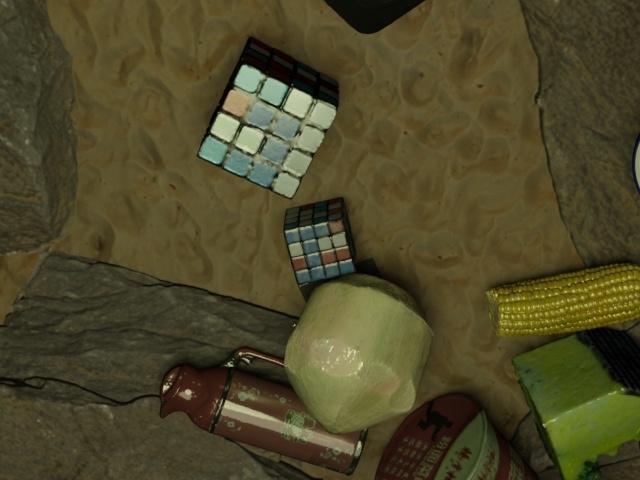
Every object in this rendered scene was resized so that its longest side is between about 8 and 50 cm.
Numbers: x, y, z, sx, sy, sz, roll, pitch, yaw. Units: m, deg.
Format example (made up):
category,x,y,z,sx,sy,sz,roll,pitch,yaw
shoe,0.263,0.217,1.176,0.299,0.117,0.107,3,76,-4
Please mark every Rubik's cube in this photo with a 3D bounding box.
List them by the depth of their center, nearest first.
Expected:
category,x,y,z,sx,sy,sz,roll,pitch,yaw
Rubik's cube,-0.071,-0.173,1.549,0.151,0.155,0.154,26,111,-10
Rubik's cube,0.000,0.000,1.647,0.092,0.092,0.092,-13,111,7

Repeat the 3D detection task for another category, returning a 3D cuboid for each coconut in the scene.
category,x,y,z,sx,sy,sz,roll,pitch,yaw
coconut,0.051,0.173,1.626,0.224,0.224,0.234,36,70,-12

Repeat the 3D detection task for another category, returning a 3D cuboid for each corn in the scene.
category,x,y,z,sx,sy,sz,roll,pitch,yaw
corn,0.378,0.094,1.673,0.244,0.093,0.093,-11,111,8

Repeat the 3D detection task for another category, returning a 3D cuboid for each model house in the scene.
category,x,y,z,sx,sy,sz,roll,pitch,yaw
model house,0.423,0.237,1.676,0.211,0.194,0.170,-24,117,3

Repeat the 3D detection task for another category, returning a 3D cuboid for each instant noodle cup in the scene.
category,x,y,z,sx,sy,sz,roll,pitch,yaw
instant noodle cup,0.225,0.382,1.730,0.178,0.234,0.235,39,108,-23

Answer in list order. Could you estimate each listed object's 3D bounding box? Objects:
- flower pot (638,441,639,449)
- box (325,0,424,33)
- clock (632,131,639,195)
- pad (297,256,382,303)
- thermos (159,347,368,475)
category,x,y,z,sx,sy,sz,roll,pitch,yaw
flower pot,0.618,0.251,1.732,0.251,0.084,0.178,-8,112,6
box,0.086,-0.379,1.475,0.201,0.042,0.212,-34,140,16
clock,0.562,-0.115,1.549,0.231,0.083,0.230,15,128,20
pad,0.060,0.129,1.743,0.127,0.004,0.190,-22,108,10
thermos,-0.090,0.262,1.744,0.330,0.109,0.136,18,111,-5
